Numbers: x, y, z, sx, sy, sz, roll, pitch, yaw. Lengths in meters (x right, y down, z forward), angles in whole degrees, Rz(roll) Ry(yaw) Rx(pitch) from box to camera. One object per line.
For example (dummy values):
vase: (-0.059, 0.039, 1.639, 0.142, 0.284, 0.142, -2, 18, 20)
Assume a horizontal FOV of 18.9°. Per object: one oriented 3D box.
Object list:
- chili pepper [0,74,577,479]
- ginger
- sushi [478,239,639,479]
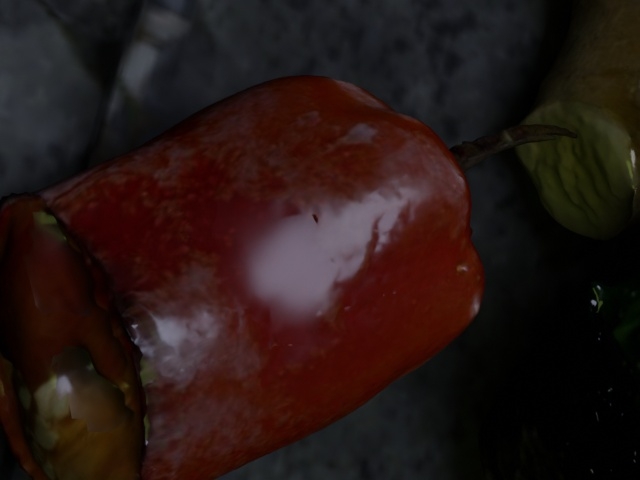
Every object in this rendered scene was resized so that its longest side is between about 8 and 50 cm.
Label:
chili pepper: (0.000, 0.000, 0.527, 0.192, 0.084, 0.086, -24, 132, -30)
ginger: (0.111, -0.144, 0.619, 0.118, 0.065, 0.299, 15, 80, -33)
sushi: (0.157, 0.028, 0.583, 0.225, 0.127, 0.124, -29, 75, -33)
